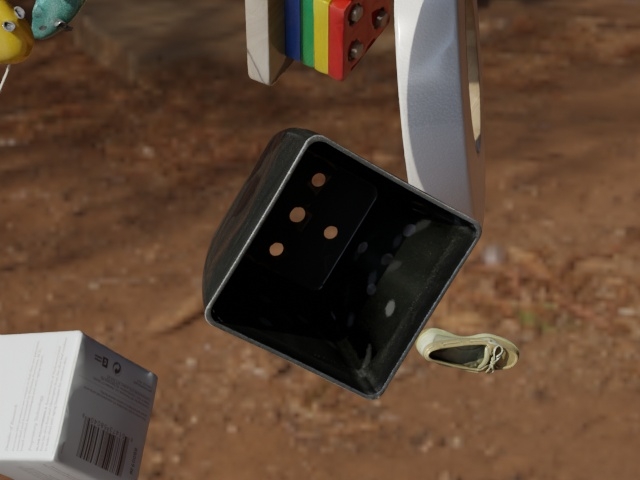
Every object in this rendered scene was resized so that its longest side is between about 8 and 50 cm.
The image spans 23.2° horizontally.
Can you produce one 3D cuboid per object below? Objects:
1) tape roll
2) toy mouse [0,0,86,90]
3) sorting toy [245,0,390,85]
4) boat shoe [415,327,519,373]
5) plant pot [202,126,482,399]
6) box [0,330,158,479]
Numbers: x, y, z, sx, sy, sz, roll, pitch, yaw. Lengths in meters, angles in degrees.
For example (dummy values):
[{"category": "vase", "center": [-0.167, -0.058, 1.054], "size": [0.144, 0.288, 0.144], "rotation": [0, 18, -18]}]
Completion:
[{"category": "tape roll", "center": [0.143, -0.198, 1.808], "size": [0.072, 0.392, 0.392], "rotation": [-3, 15, 10]}, {"category": "toy mouse", "center": [-0.201, -0.193, 1.152], "size": [0.031, 0.161, 0.143], "rotation": [23, 54, 15]}, {"category": "sorting toy", "center": [0.037, -0.292, 1.365], "size": [0.089, 0.255, 0.257], "rotation": [25, 55, 18]}, {"category": "boat shoe", "center": [0.205, 0.156, 2.128], "size": [0.153, 0.056, 0.048], "rotation": [14, 22, -21]}, {"category": "plant pot", "center": [0.000, 0.000, 1.415], "size": [0.187, 0.188, 0.167], "rotation": [27, 10, -24]}, {"category": "box", "center": [-0.191, 0.131, 1.165], "size": [0.087, 0.102, 0.101], "rotation": [-5, -26, 31]}]
